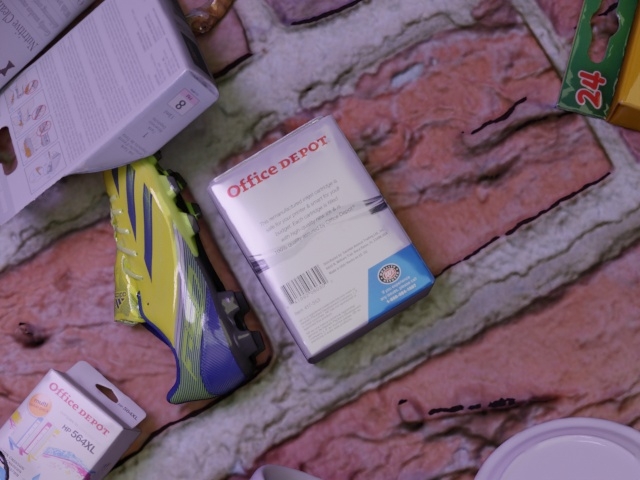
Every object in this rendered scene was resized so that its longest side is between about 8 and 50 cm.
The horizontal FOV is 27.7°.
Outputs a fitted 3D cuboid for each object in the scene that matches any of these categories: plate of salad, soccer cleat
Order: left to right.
[{"bbox_3d":[-0.159,0.018,1.230,0.121,0.093,0.289,-28,80,4],"label":"soccer cleat"},{"bbox_3d":[0.231,0.247,1.169,0.199,0.048,0.200,-11,45,11],"label":"plate of salad"}]

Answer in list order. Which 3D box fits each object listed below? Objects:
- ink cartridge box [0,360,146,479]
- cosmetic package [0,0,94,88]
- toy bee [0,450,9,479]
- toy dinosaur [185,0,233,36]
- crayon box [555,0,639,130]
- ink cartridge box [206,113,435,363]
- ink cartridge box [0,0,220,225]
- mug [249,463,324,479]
[{"bbox_3d":[-0.240,0.188,1.203,0.092,0.090,0.143,38,84,8],"label":"ink cartridge box"},{"bbox_3d":[-0.417,-0.189,1.204,0.156,0.217,0.385,42,85,18],"label":"cosmetic package"},{"bbox_3d":[-0.417,0.287,1.143,0.298,0.162,0.195,-2,71,-7],"label":"toy bee"},{"bbox_3d":[-0.065,-0.292,1.303,0.211,0.064,0.112,-39,99,5],"label":"toy dinosaur"},{"bbox_3d":[0.407,-0.185,1.248,0.318,0.081,0.202,14,82,5],"label":"crayon box"},{"bbox_3d":[0.000,0.000,1.230,0.139,0.082,0.191,-31,79,-4],"label":"ink cartridge box"},{"bbox_3d":[-0.217,-0.130,1.238,0.232,0.066,0.189,-41,44,14],"label":"ink cartridge box"},{"bbox_3d":[0.029,0.419,1.060,0.374,0.276,0.328,29,90,9],"label":"mug"}]
